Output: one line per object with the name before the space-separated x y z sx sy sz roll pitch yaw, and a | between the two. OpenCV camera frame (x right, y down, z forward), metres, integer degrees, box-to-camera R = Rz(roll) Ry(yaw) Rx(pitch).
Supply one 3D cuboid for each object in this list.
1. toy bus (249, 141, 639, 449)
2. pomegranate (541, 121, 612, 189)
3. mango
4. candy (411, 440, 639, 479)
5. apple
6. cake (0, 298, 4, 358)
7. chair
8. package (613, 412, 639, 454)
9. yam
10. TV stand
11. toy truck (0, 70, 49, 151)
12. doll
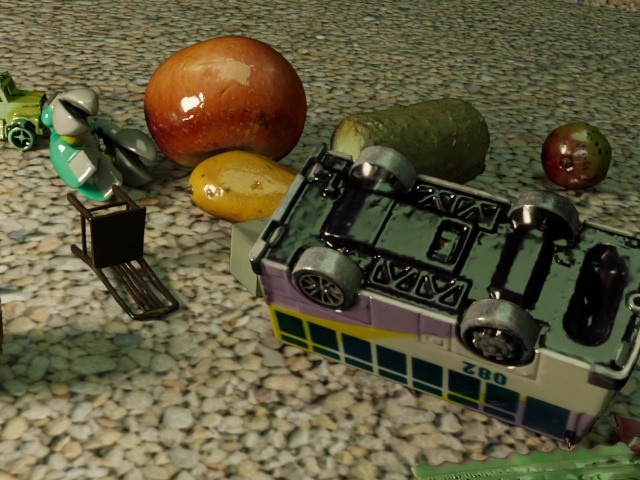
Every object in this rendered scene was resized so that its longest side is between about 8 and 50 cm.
toy bus | 0.162 0.070 1.095 0.440 0.249 0.209 17 56 19
pomegranate | 0.476 -0.160 1.691 0.129 0.129 0.159 9 11 3
mango | -0.095 -0.079 1.436 0.227 0.109 0.147 10 26 1
candy | 0.256 0.292 0.837 0.263 0.172 0.398 6 17 -11
apple | -0.159 -0.228 1.536 0.272 0.206 0.251 -14 -22 33
cake | -0.438 0.093 1.032 0.135 0.147 0.135 -9 35 -24
chair | -0.271 0.013 1.249 0.084 0.101 0.212 -16 36 -34
package | 0.391 0.239 1.077 0.083 0.029 0.059 17 34 0
yam | 0.138 -0.149 1.554 0.304 0.168 0.168 -15 37 -35
TV stand | 0.000 0.000 1.343 0.270 0.088 0.083 -14 36 -33
toy truck | -0.610 -0.244 1.586 0.260 0.135 0.128 7 31 -7
doll | -0.392 -0.180 1.484 0.258 0.153 0.195 45 12 18
